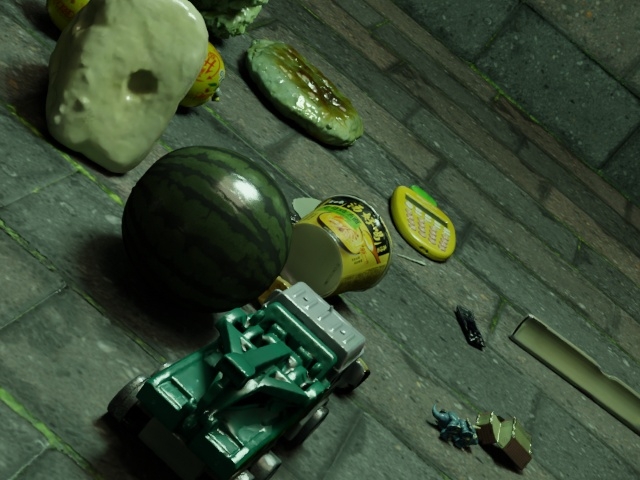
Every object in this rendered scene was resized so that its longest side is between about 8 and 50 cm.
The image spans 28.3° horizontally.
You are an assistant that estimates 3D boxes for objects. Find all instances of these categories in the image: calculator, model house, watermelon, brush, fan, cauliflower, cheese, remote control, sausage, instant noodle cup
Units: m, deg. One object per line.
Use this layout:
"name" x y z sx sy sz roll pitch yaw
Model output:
"calculator" 0.192 -0.037 2.388 0.146 0.032 0.235 35 23 -13
"model house" 0.266 0.291 1.847 0.083 0.057 0.058 48 41 -35
"watermelon" -0.137 -0.014 1.568 0.212 0.212 0.212 33 22 -16
"brush" 0.477 0.239 2.276 0.321 0.060 0.050 37 11 -7
"fan" 0.079 0.002 2.157 0.310 0.010 0.182 18 29 -42
"cauliflower" -0.215 -0.537 2.406 0.327 0.260 0.281 29 7 38
"cheese" -0.279 -0.261 1.794 0.173 0.248 0.251 30 17 -25
"remote control" 0.252 0.147 2.148 0.039 0.014 0.096 27 26 -28
"sausage" -0.297 -0.328 2.039 0.347 0.123 0.123 32 23 -22
"instant noodle cup" 0.012 0.017 1.857 0.151 0.151 0.122 46 34 16

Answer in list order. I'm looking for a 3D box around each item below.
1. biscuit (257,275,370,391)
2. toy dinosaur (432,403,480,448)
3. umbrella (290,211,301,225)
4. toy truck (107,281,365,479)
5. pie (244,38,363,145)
"biscuit" -0.010 0.124 1.717 0.188 0.052 0.056 47 10 15
"toy dinosaur" 0.190 0.263 1.795 0.083 0.030 0.047 30 22 -24
"umbrella" 0.000 0.000 1.994 0.144 0.037 0.040 29 10 -18
"toy truck" -0.073 0.160 1.380 0.176 0.178 0.363 43 19 9
"pie" -0.028 -0.289 2.479 0.306 0.071 0.306 34 23 -17
